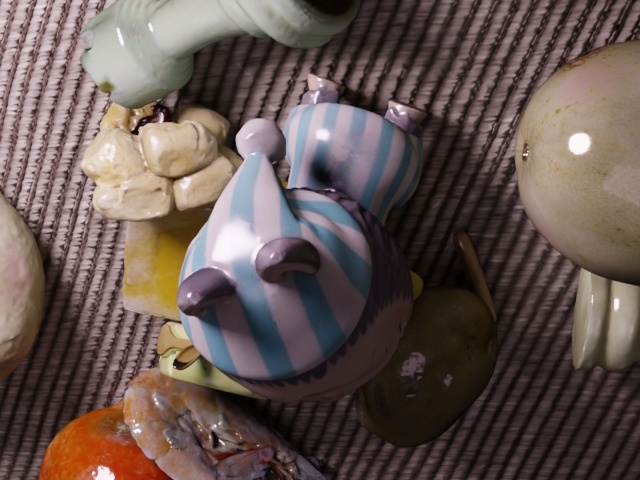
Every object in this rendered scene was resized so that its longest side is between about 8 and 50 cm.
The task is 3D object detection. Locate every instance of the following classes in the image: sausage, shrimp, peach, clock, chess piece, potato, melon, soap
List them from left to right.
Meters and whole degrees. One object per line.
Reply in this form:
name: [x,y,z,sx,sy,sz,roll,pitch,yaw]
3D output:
peach: [-0.259,0.324,2.052,0.232,0.232,0.256,20,90,0]
chess piece: [-0.123,-0.256,1.706,0.299,0.194,0.194,-26,112,33]
clock: [-0.124,0.150,1.912,0.170,0.232,0.069,14,86,2]
shrimp: [-0.120,0.275,2.019,0.317,0.164,0.062,31,137,-14]
soap: [-0.082,0.022,1.905,0.315,0.091,0.199,11,120,4]
potato: [0.126,0.153,1.884,0.178,0.160,0.235,6,124,-26]
sausage: [0.189,0.046,1.899,0.024,0.024,0.132,-12,118,18]
melon: [0.370,-0.082,1.647,0.330,0.268,0.268,2,123,-13]
chess piece: [0.431,0.095,1.819,0.251,0.144,0.144,6,121,3]

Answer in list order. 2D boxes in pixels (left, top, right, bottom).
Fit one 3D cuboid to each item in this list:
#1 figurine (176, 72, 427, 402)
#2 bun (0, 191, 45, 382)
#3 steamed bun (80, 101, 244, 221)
figurine: [0.000,0.000,1.627,0.266,0.378,0.361,17,90,-1]
bun: [-0.533,0.069,1.954,0.361,0.213,0.361,5,118,9]
steamed bun: [-0.181,-0.106,1.796,0.192,0.177,0.106,-1,119,4]
